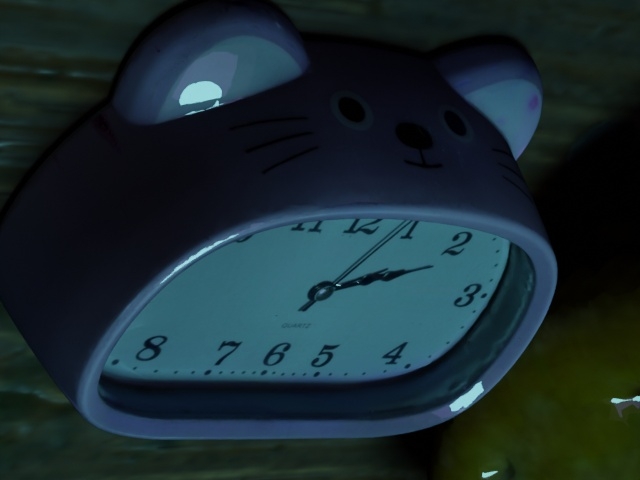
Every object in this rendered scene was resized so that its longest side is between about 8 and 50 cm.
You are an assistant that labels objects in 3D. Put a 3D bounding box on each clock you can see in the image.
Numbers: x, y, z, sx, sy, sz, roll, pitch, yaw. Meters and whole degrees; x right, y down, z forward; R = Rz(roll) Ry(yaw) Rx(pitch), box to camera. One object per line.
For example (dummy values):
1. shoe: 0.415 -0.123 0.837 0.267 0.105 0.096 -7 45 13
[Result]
1. clock: 0.000 0.000 0.511 0.153 0.050 0.110 4 132 -40

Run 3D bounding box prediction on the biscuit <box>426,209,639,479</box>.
1. biscuit: 0.137 0.090 0.599 0.066 0.220 0.220 -45 164 -49
